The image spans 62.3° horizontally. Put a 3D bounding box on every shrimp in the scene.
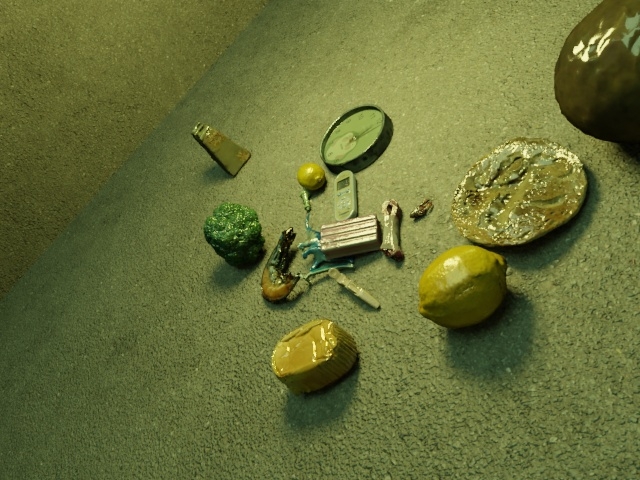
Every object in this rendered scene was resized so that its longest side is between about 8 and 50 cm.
[{"bbox_3d":[-0.128,0.088,1.912,0.222,0.054,0.290,7,76,56],"label":"shrimp"},{"bbox_3d":[0.331,-0.102,1.719,0.092,0.029,0.038,-45,39,-3],"label":"shrimp"}]

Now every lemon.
[{"bbox_3d":[0.369,0.120,1.377,0.260,0.204,0.204,-35,42,11],"label":"lemon"},{"bbox_3d":[-0.036,-0.254,2.102,0.109,0.109,0.133,-53,34,-5],"label":"lemon"}]

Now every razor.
[{"bbox_3d":[0.027,0.104,1.807,0.191,0.068,0.037,-18,58,22],"label":"razor"}]

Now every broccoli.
[{"bbox_3d":[-0.338,-0.031,2.117,0.270,0.270,0.270,-30,8,20],"label":"broccoli"}]

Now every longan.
[{"bbox_3d":[0.781,-0.428,1.300,0.391,0.391,0.391,-23,46,26],"label":"longan"}]

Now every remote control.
[{"bbox_3d":[0.095,-0.159,1.960,0.087,0.047,0.244,-25,46,30],"label":"remote control"}]

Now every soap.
[{"bbox_3d":[0.102,-0.012,1.785,0.203,0.065,0.122,-11,51,17],"label":"soap"}]

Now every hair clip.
[{"bbox_3d":[0.104,0.150,1.688,0.034,0.072,0.226,-53,41,-1],"label":"hair clip"}]

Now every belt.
[{"bbox_3d":[0.231,-0.033,1.735,0.071,0.053,0.232,-14,50,23],"label":"belt"}]

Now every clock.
[{"bbox_3d":[0.137,-0.406,2.106,0.318,0.066,0.319,-23,45,26],"label":"clock"}]

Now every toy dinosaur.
[{"bbox_3d":[-0.018,0.024,1.893,0.144,0.076,0.329,-38,44,-5],"label":"toy dinosaur"}]

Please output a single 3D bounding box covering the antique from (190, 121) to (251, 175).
[{"bbox_3d":[-0.483,-0.450,2.517,0.125,0.284,0.150,28,81,49],"label":"antique"}]

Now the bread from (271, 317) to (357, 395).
[{"bbox_3d":[-0.016,0.349,1.586,0.250,0.133,0.179,-32,42,17],"label":"bread"}]

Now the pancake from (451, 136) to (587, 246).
[{"bbox_3d":[0.555,-0.133,1.504,0.386,0.082,0.387,-23,43,23],"label":"pancake"}]

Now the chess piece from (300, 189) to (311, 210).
[{"bbox_3d":[-0.055,-0.155,2.096,0.042,0.042,0.093,-30,49,20],"label":"chess piece"}]
